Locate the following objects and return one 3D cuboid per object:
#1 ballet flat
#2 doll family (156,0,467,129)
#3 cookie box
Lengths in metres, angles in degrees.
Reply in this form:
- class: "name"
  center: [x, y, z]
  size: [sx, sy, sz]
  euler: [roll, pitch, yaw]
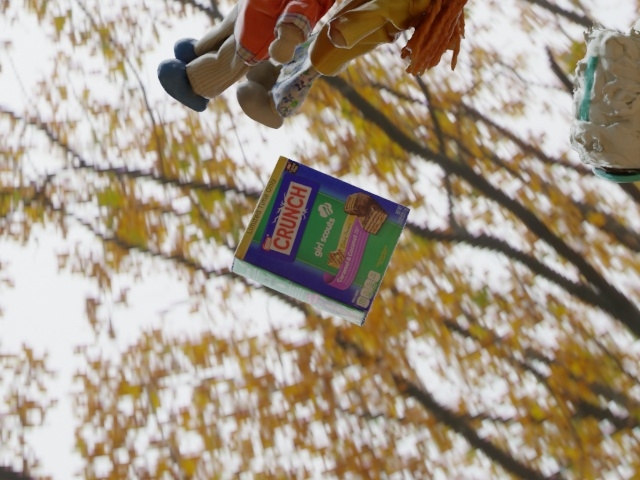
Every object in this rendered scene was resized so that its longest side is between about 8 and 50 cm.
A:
- class: "ballet flat"
  center: [0.362, -0.158, 1.461]
  size: [0.409, 0.147, 0.147]
  euler: [-20, -63, -31]
- class: "doll family"
  center: [0.023, -0.159, 0.999]
  size: [0.118, 0.263, 0.163]
  euler: [38, -53, -27]
- class: "cookie box"
  center: [0.000, 0.000, 1.376]
  size: [0.107, 0.040, 0.092]
  euler: [22, -112, 3]
